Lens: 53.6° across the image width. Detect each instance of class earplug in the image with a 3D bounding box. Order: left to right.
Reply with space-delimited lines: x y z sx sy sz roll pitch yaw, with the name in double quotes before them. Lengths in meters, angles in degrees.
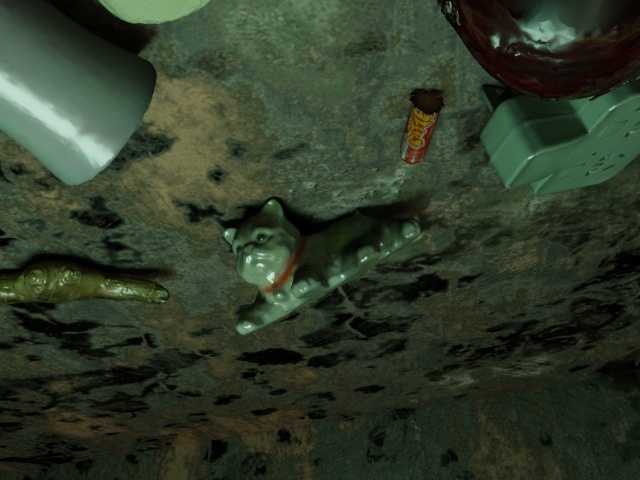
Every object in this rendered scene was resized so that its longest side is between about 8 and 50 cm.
"earplug" -0.336 -0.205 0.636 0.172 0.172 0.301 -24 139 28

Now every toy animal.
"toy animal" 0.000 0.000 1.084 0.308 0.188 0.266 -37 161 25

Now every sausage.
"sausage" 0.139 -0.155 0.920 0.050 0.048 0.145 1 152 -4

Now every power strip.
"power strip" 0.347 -0.171 0.886 0.260 0.141 0.229 -12 154 -20

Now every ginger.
"ginger" -0.450 0.083 1.168 0.333 0.081 0.148 4 153 -17

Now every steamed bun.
"steamed bun" -0.158 -0.271 0.609 0.129 0.091 0.112 -22 155 23

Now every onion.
"onion" 0.240 -0.270 0.584 0.281 0.281 0.221 -40 180 43
